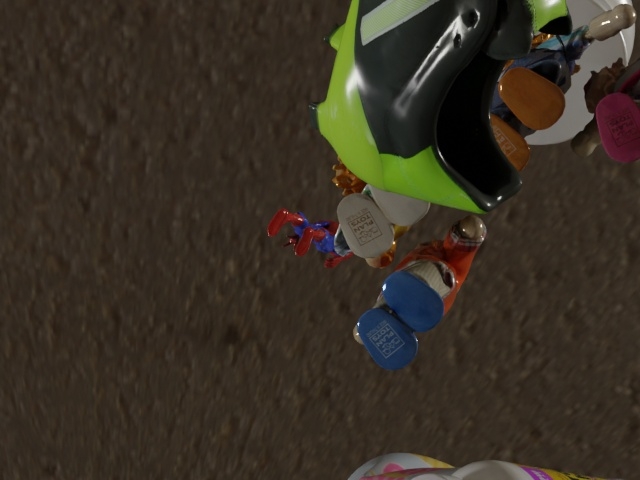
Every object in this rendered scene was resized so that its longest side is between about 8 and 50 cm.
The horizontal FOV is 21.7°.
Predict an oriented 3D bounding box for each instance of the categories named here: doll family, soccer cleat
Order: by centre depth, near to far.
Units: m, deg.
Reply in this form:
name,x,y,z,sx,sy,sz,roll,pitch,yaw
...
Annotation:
name,x,y,z,sx,sy,sz,roll,pitch,yaw
soccer cleat,0.039,-0.092,0.467,0.072,0.178,0.060,24,36,33
doll family,0.091,-0.057,0.887,0.263,0.163,0.118,-41,91,17

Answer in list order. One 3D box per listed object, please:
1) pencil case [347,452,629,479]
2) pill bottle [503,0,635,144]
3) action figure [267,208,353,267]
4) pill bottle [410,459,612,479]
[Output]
name,x,y,z,sx,sy,sz,roll,pitch,yaw
pencil case,0.119,0.183,0.943,0.124,0.273,0.113,-4,89,-31
pill bottle,0.170,-0.183,1.336,0.153,0.153,0.264,13,26,-2
action figure,0.000,0.000,1.097,0.038,0.115,0.030,30,99,21
pill bottle,0.059,0.085,0.466,0.083,0.043,0.043,15,65,-39
